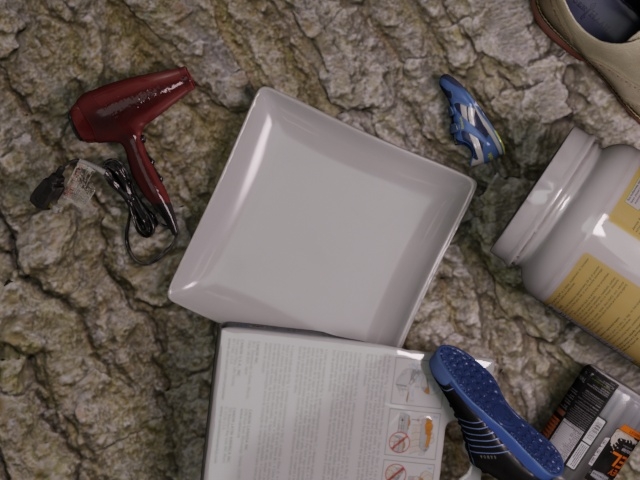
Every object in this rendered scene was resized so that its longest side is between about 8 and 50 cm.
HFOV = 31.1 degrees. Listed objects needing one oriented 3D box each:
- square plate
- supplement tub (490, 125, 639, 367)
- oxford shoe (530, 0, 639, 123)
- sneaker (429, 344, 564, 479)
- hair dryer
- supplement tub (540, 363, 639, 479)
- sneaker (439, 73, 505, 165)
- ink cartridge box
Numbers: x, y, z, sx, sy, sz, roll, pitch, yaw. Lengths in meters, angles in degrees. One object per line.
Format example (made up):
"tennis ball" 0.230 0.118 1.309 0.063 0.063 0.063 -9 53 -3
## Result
"square plate" 0.000 0.000 1.666 0.347 0.049 0.344 25 93 8
"supplement tub" 0.417 0.023 1.515 0.331 0.241 0.241 34 94 7
"oxford shoe" 0.453 -0.242 1.558 0.397 0.146 0.140 35 94 6
"sneaker" 0.216 0.249 1.542 0.232 0.081 0.090 49 126 12
"hair dryer" -0.275 -0.132 1.708 0.223 0.080 0.294 26 99 -9
"supplement tub" 0.366 0.277 1.583 0.117 0.117 0.190 32 95 7
"sneaker" 0.205 -0.171 1.639 0.059 0.053 0.144 -33 85 8
"ink cartridge box" 0.031 0.287 1.609 0.384 0.091 0.308 7 91 -5
